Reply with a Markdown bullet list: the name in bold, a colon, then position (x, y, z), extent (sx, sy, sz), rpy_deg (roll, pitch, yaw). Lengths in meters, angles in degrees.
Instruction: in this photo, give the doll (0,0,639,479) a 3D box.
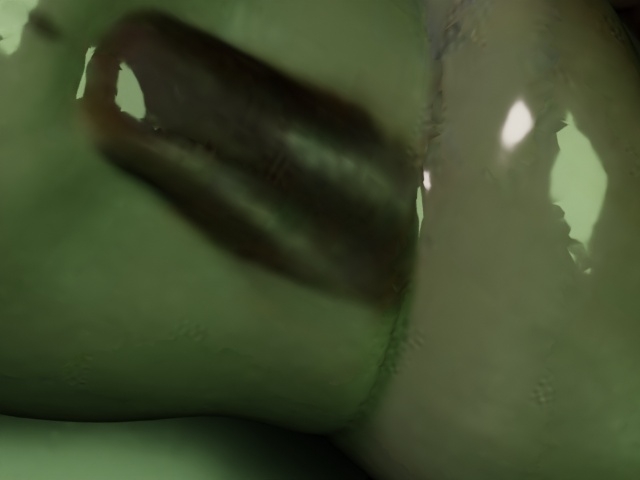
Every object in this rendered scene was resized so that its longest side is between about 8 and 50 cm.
- **doll**: position (-0.009, -0.029, 0.568), extent (0.370, 0.215, 0.226), rpy_deg (10, 104, -11)
